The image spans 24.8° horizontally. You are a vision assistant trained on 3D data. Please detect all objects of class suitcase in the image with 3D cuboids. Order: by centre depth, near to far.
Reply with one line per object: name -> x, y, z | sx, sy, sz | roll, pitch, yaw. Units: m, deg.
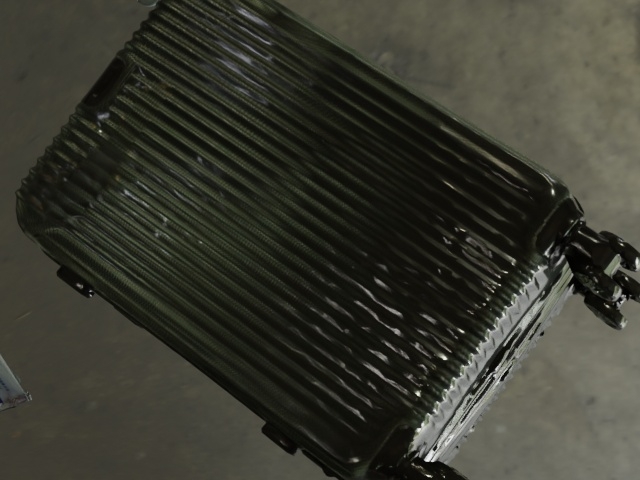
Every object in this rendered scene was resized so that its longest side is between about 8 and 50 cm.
suitcase -> 0.000, 0.000, 0.791 | 0.312, 0.128, 0.202 | 35, 85, 21

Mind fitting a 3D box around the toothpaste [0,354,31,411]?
toothpaste -> -0.256, 0.050, 1.003 | 0.045, 0.028, 0.170 | -21, 113, 9

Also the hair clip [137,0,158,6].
hair clip -> -0.131, -0.194, 0.905 | 0.115, 0.030, 0.039 | 45, 24, -25
